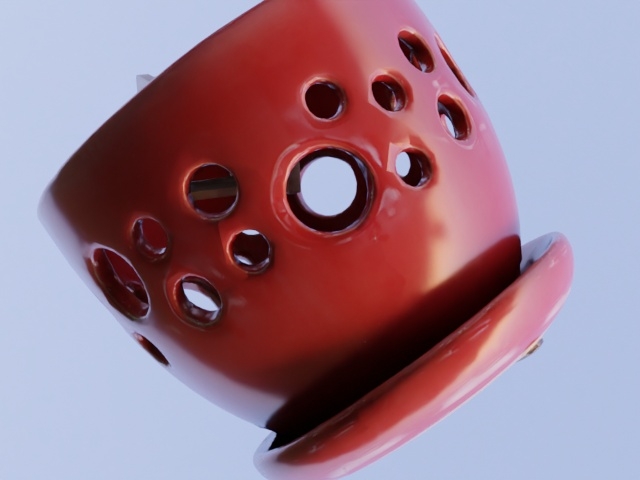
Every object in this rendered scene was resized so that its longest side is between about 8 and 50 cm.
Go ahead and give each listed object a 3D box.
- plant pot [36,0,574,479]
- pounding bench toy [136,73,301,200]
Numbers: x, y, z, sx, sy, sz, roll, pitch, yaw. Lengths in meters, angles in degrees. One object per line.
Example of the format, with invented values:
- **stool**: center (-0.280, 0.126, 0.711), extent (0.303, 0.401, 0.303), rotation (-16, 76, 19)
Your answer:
- **plant pot**: center (0.000, 0.000, 0.540), extent (0.191, 0.191, 0.174), rotation (-36, -89, 20)
- **pounding bench toy**: center (-0.054, -0.050, 0.545), extent (0.065, 0.083, 0.052), rotation (-9, -73, -18)
